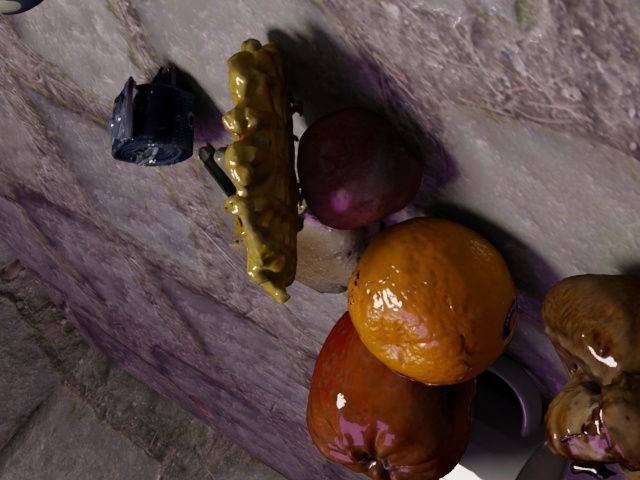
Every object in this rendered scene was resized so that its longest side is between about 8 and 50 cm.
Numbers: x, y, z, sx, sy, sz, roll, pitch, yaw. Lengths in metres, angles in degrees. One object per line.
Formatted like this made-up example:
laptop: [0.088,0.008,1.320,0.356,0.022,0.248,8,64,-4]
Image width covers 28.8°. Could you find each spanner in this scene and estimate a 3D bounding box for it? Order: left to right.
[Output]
spanner: [-0.083,-0.030,2.010,0.095,0.040,0.325,12,146,55]

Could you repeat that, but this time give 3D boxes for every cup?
cup: [0.203,0.288,1.942,0.327,0.237,0.323,29,129,30]

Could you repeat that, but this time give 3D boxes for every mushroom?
mushroom: [0.340,0.160,1.324,0.195,0.283,0.263,-20,105,23]

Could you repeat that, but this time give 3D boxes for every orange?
orange: [0.143,0.075,1.577,0.219,0.193,0.219,11,140,9]

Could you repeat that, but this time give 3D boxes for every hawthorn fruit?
hawthorn fruit: [0.100,0.216,1.760,0.258,0.258,0.262,52,-161,-32]

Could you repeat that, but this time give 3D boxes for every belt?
belt: [-0.251,-0.185,1.867,0.122,0.128,0.218,6,172,-18]

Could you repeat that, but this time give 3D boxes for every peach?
peach: [0.055,-0.088,1.498,0.152,0.152,0.152,35,161,14]

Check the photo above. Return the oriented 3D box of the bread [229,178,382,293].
bread: [-0.004,0.003,1.819,0.183,0.102,0.337,40,157,-14]

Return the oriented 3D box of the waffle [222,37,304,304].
waffle: [-0.063,-0.092,1.511,0.068,0.302,0.325,-2,130,6]

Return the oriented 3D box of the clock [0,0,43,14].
clock: [-0.470,-0.417,1.713,0.243,0.146,0.199,40,167,12]
